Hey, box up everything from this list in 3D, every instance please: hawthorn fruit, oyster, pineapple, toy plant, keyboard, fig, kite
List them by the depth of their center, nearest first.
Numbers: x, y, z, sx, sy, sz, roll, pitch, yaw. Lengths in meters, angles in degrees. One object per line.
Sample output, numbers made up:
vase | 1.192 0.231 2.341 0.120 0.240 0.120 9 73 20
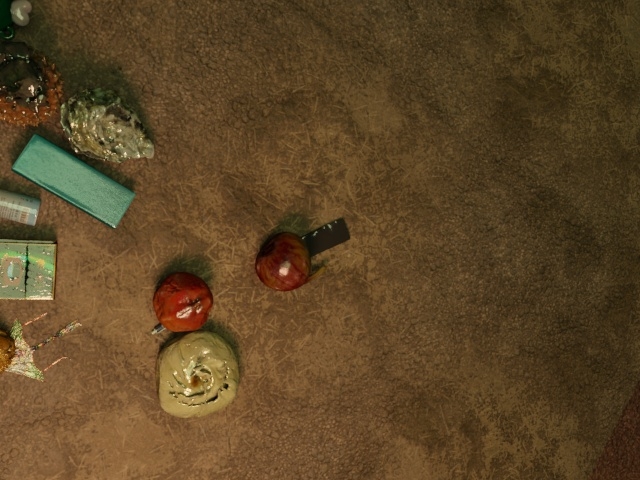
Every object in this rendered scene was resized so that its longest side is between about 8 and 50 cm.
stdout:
pineapple | -0.727 -0.385 1.610 0.223 0.357 0.223 -2 96 -22
toy plant | -0.855 -0.602 1.682 0.232 0.112 0.243 -20 93 -15
oyster | -0.557 -0.305 1.779 0.267 0.112 0.198 -11 100 -54
kite | -0.758 0.286 1.806 0.244 0.006 0.198 -26 101 -19
hawthorn fruit | -0.384 0.175 1.868 0.173 0.179 0.173 -6 117 -12
fig | -0.088 0.086 1.998 0.175 0.175 0.207 -50 123 -13
keyboard | -0.001 0.000 2.101 0.196 0.015 0.074 -25 104 -19

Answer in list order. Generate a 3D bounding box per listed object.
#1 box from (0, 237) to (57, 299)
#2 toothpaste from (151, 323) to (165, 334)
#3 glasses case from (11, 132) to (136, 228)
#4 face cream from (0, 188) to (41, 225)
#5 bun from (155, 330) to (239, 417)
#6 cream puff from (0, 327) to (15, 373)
box | -0.813 0.073 1.743 0.240 0.071 0.159 2 88 -22
toothpaste | -0.447 0.244 1.925 0.083 0.019 0.027 -34 87 -22
glasses case | -0.659 -0.154 1.804 0.301 0.070 0.117 33 74 -18
face cream | -0.843 -0.102 1.723 0.229 0.075 0.075 16 86 -22
bun | -0.341 0.382 1.903 0.259 0.152 0.259 0 90 -20
cream puff | -0.835 0.287 1.707 0.103 0.144 0.126 35 100 -33
